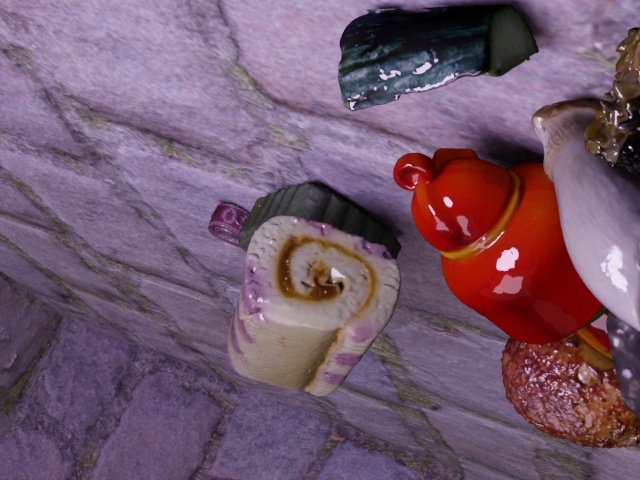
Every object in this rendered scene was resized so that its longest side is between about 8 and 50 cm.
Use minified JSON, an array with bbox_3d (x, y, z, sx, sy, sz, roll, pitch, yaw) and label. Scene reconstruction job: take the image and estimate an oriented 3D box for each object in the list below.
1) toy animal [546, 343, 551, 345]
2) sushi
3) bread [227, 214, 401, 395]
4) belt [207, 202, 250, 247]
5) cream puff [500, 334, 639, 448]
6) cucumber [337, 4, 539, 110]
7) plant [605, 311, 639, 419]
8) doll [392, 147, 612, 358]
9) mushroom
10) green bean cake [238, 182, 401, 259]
[{"bbox_3d":[0.241,0.060,1.123,0.186,0.094,0.214,46,161,-31],"label":"toy animal"},{"bbox_3d":[0.248,-0.098,0.594,0.115,0.147,0.212,19,166,11],"label":"sushi"},{"bbox_3d":[-0.021,0.095,1.184,0.187,0.155,0.338,14,155,-3],"label":"bread"},{"bbox_3d":[-0.075,0.012,1.455,0.232,0.053,0.071,29,154,-13],"label":"belt"},{"bbox_3d":[0.375,0.211,1.274,0.240,0.164,0.240,19,156,9],"label":"cream puff"},{"bbox_3d":[0.080,-0.157,0.753,0.193,0.086,0.115,4,-164,44],"label":"cucumber"},{"bbox_3d":[0.411,0.060,0.712,0.213,0.215,0.312,31,154,-29],"label":"plant"},{"bbox_3d":[0.217,0.014,0.901,0.363,0.160,0.182,32,143,-20],"label":"doll"},{"bbox_3d":[0.233,-0.024,0.715,0.116,0.225,0.093,-9,133,-22],"label":"mushroom"},{"bbox_3d":[0.000,0.000,1.257,0.183,0.094,0.185,33,160,-22],"label":"green bean cake"}]
